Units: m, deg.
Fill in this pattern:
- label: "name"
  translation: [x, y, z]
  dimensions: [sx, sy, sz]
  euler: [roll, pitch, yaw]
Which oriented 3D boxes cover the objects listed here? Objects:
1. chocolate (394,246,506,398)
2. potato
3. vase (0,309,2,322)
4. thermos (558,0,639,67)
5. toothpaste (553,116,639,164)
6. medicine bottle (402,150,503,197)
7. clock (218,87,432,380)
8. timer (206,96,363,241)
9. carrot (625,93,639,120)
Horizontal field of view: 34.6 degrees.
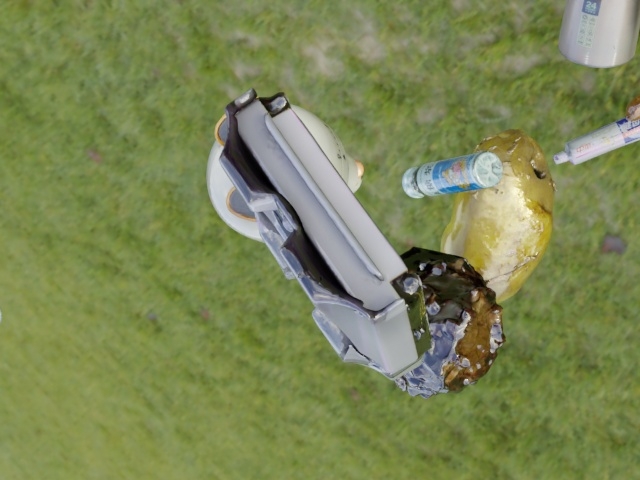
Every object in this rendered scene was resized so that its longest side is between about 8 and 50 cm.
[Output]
- label: "chocolate"
  translation: [0.197, 0.128, 1.495]
  dimensions: [0.207, 0.224, 0.177]
  euler: [13, 176, -15]
- label: "potato"
  translation: [0.295, -0.034, 1.692]
  dimensions: [0.173, 0.140, 0.300]
  euler: [12, 104, -3]
- label: "vase"
  translation: [-0.538, 0.115, 1.372]
  dimensions: [0.086, 0.214, 0.086]
  euler: [24, 121, 47]
- label: "thermos"
  translation: [0.392, -0.330, 1.354]
  dimensions: [0.137, 0.105, 0.193]
  euler: [43, 145, 39]
- label: "toothpaste"
  translation: [0.350, -0.126, 1.182]
  dimensions: [0.028, 0.170, 0.045]
  euler: [9, -121, -80]
- label: "medicine bottle"
  translation: [0.180, -0.090, 1.429]
  dimensions: [0.051, 0.051, 0.191]
  euler: [53, 159, -13]
- label: "clock"
  translation: [0.000, 0.000, 0.912]
  dimensions: [0.253, 0.083, 0.186]
  euler: [56, 174, 25]
- label: "timer"
  translation: [-0.061, -0.106, 1.687]
  dimensions: [0.234, 0.233, 0.240]
  euler: [31, -177, 22]
- label: "carrot"
  translation: [0.397, -0.181, 1.056]
  dimensions: [0.191, 0.047, 0.047]
  euler: [-30, 106, 19]
